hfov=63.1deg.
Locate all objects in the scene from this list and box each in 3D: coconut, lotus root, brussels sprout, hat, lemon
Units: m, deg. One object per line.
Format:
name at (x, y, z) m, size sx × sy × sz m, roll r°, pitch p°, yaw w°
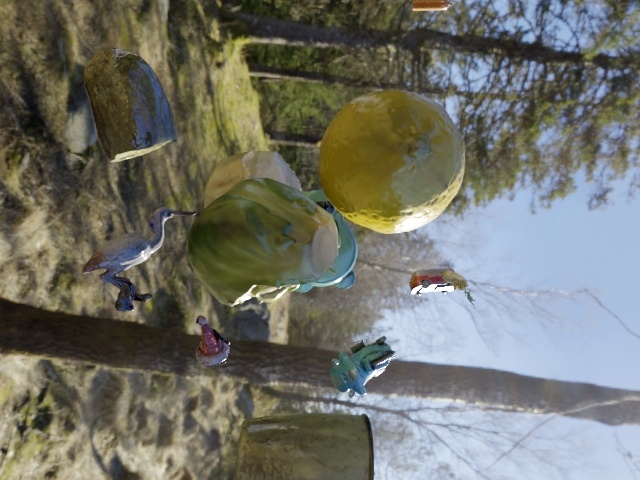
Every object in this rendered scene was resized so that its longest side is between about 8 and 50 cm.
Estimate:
coconut at (-0.284, -0.160, 2.127) m, size 0.404 × 0.405 × 0.404 m, roll -176°, pitch -90°, yaw -87°
lotus root at (-0.625, -0.444, 1.695) m, size 0.250 × 0.251 × 0.345 m, roll -143°, pitch -147°, yaw -86°
brussels sprout at (-0.147, 0.007, 1.270) m, size 0.276 × 0.371 × 0.314 m, roll -32°, pitch 106°, yaw -59°
hat at (-0.425, 0.365, 1.960) m, size 0.140 × 0.129 × 0.227 m, roll 40°, pitch -34°, yaw 52°
lemon at (0.147, -0.168, 1.121) m, size 0.336 × 0.336 × 0.335 m, roll -176°, pitch -90°, yaw -87°

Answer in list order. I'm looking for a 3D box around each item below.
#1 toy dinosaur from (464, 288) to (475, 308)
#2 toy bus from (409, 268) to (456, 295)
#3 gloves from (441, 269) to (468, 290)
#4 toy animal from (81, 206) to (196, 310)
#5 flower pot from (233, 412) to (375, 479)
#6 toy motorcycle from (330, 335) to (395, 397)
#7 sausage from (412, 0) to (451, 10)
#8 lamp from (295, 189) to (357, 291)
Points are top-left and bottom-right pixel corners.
toy dinosaur at (0.632, 0.246, 2.219) m, size 0.062 × 0.021 × 0.083 m, roll -162°, pitch -113°, yaw -70°
toy bus at (0.394, 0.141, 1.826) m, size 0.079 × 0.174 × 0.077 m, roll 116°, pitch -32°, yaw -58°
gloves at (0.331, 0.094, 1.294) m, size 0.081 × 0.037 × 0.044 m, roll 46°, pitch -20°, yaw 26°
toy animal at (-0.490, 0.024, 1.381) m, size 0.090 × 0.195 × 0.324 m, roll 28°, pitch -89°, yaw 53°
flower pot at (-0.047, 0.576, 1.317) m, size 0.293 × 0.331 × 0.293 m, roll -174°, pitch -90°, yaw -88°
toy motorcycle at (0.116, 0.338, 1.421) m, size 0.123 × 0.182 × 0.272 m, roll 62°, pitch 0°, yaw 8°
sausage at (0.314, -0.662, 1.463) m, size 0.031 × 0.107 × 0.031 m, roll 8°, pitch 90°, yaw -69°
lamp at (-0.001, -0.001, 1.489) m, size 0.147 × 0.210 × 0.283 m, roll -117°, pitch -157°, yaw -76°
